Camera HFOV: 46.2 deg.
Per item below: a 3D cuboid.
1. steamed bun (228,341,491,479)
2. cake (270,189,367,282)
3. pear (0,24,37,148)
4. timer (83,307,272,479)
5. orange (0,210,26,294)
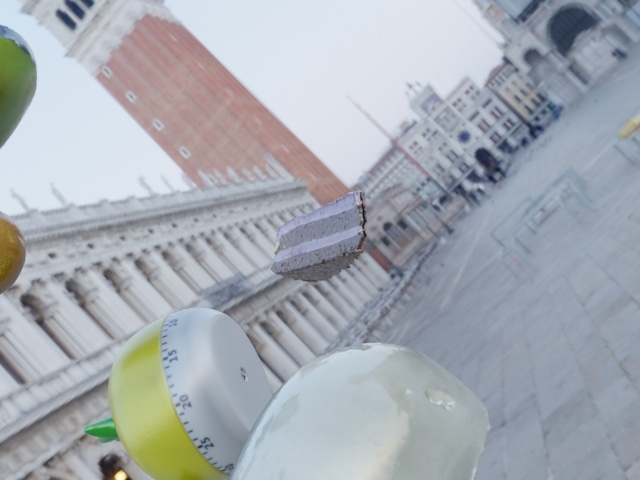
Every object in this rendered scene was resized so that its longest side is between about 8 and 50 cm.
[{"bbox_3d":[0.021,0.247,0.716,0.324,0.207,0.324,-58,-18,-32],"label":"steamed bun"},{"bbox_3d":[0.000,0.000,1.344,0.113,0.115,0.295,6,-18,-24],"label":"cake"},{"bbox_3d":[-0.625,-0.205,1.116,0.399,0.165,0.399,-10,-21,-4],"label":"pear"},{"bbox_3d":[-0.232,0.255,1.142,0.285,0.285,0.285,-44,-5,-5],"label":"timer"},{"bbox_3d":[-0.537,0.018,1.159,0.155,0.154,0.134,-45,-31,6],"label":"orange"}]
